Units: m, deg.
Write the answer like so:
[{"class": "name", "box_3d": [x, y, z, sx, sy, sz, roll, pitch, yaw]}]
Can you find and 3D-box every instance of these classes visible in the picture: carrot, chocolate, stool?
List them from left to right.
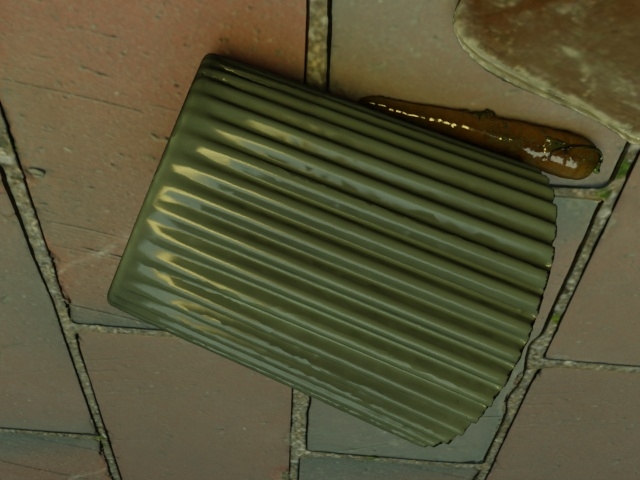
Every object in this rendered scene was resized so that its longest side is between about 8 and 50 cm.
[{"class": "stool", "box_3d": [0.000, 0.000, 0.738, 0.330, 0.297, 0.297, 23, 135, -12]}, {"class": "carrot", "box_3d": [0.161, -0.108, 0.775, 0.255, 0.049, 0.049, 14, 137, -5]}, {"class": "chocolate", "box_3d": [0.242, -0.185, 0.654, 0.254, 0.080, 0.157, 23, 150, -17]}]
